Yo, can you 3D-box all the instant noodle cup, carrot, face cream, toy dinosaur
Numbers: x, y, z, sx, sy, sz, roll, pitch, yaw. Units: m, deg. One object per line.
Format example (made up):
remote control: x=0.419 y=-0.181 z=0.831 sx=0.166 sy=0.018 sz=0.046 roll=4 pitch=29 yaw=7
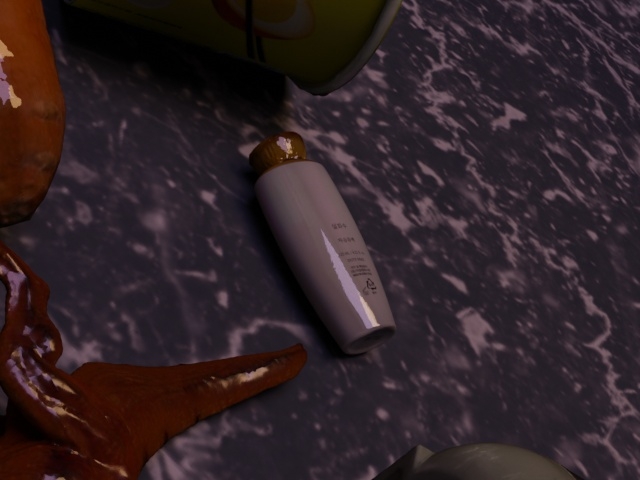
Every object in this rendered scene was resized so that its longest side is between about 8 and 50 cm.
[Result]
instant noodle cup: x=-0.073 y=-0.283 z=0.906 sx=0.221 sy=0.311 sz=0.311 roll=6 pitch=50 yaw=-25
carrot: x=-0.227 y=-0.113 z=0.726 sx=0.159 sy=0.159 sz=0.225 roll=-15 pitch=75 yaw=-47
face cream: x=0.000 y=0.000 z=0.879 sx=0.072 sy=0.051 sz=0.182 roll=-4 pitch=58 yaw=-42
toy dinosaur: x=-0.147 y=0.093 z=0.632 sx=0.208 sy=0.097 sz=0.432 roll=50 pitch=40 yaw=-7

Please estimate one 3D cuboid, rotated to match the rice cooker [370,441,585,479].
rice cooker: x=0.117 y=0.267 z=0.558 sx=0.277 sy=0.288 sz=0.288 roll=32 pitch=39 yaw=-15
